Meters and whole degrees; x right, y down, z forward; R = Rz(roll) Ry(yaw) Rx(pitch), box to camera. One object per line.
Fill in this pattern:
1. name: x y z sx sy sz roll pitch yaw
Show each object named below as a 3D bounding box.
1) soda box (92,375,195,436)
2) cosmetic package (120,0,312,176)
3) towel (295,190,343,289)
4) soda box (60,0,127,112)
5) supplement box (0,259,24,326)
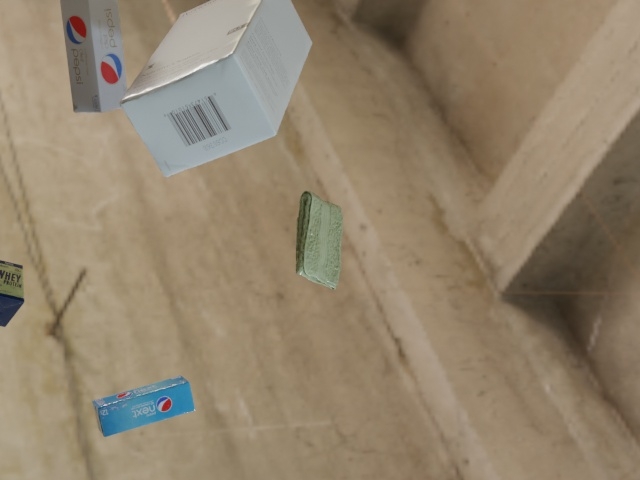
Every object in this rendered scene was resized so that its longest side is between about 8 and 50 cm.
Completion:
1. soda box: -0.389 0.364 2.537 0.067 0.210 0.071 -164 -118 -67
2. cosmetic package: -0.161 -0.284 1.922 0.217 0.156 0.385 -20 -152 18
3. towel: 0.000 0.000 1.901 0.027 0.110 0.148 -9 -110 35
4. soda box: -0.383 -0.327 1.955 0.069 0.074 0.216 6 -73 33
5. supplement box: -0.571 0.093 2.050 0.083 0.056 0.083 -45 -137 34
